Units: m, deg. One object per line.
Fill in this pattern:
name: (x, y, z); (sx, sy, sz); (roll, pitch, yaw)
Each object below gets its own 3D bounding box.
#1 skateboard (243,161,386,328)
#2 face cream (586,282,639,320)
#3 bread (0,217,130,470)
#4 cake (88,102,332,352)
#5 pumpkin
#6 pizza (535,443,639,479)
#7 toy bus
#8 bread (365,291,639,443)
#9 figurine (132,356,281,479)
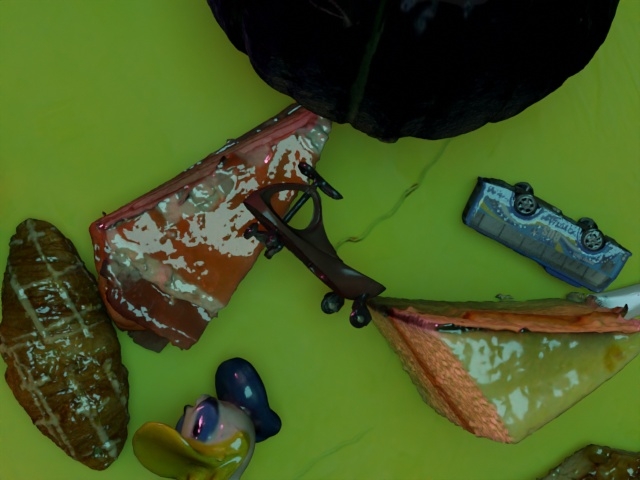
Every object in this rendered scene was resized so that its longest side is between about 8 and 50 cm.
skateboard: (0.000, 0.000, 1.466); (0.151, 0.067, 0.080); (44, 81, -26)
face cream: (0.301, 0.051, 1.591); (0.115, 0.020, 0.038); (-18, 93, -2)
bread: (-0.228, 0.093, 1.512); (0.105, 0.076, 0.233); (-16, 90, -7)
cake: (-0.091, -0.037, 1.511); (0.135, 0.098, 0.287); (41, 86, -7)
pumpkin: (0.080, -0.262, 1.428); (0.363, 0.266, 0.363); (1, 68, -2)
pizza: (0.226, 0.271, 1.566); (0.271, 0.056, 0.134); (-28, 101, -6)
toy bus: (0.203, -0.007, 1.567); (0.153, 0.051, 0.061); (28, 100, -5)
bread: (0.162, 0.065, 1.474); (0.178, 0.240, 0.135); (-35, 99, -8)
figurine: (-0.102, 0.270, 1.506); (0.283, 0.204, 0.338); (4, 78, 1)
